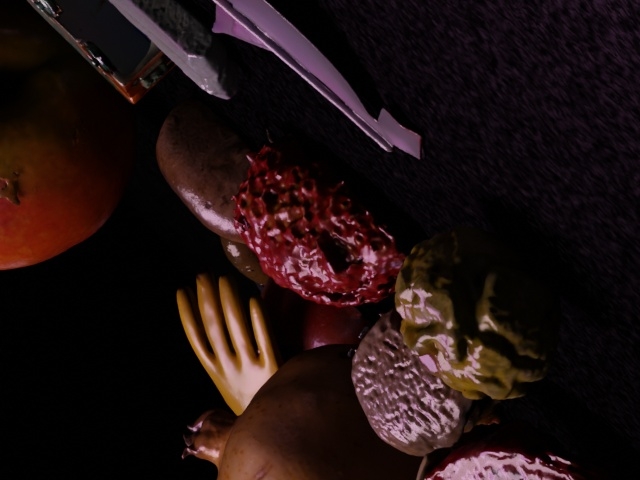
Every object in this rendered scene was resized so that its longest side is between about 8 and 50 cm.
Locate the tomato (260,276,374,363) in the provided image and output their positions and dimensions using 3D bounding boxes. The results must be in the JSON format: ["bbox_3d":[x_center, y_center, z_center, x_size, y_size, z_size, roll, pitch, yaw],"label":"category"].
[{"bbox_3d":[0.002,0.133,2.169,0.225,0.085,0.225,41,162,17],"label":"tomato"}]

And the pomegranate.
[{"bbox_3d":[0.012,0.262,1.952,0.342,0.342,0.342,46,173,8],"label":"pomegranate"}]

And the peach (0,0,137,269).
[{"bbox_3d":[-0.393,-0.121,2.195,0.370,0.370,0.370,46,173,8],"label":"peach"}]

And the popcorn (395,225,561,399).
[{"bbox_3d":[0.099,0.049,1.198,0.106,0.116,0.121,-4,-102,-55],"label":"popcorn"}]

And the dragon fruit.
[{"bbox_3d":[0.204,0.239,1.539,0.317,0.152,0.205,-15,101,40],"label":"dragon fruit"}]

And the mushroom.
[{"bbox_3d":[-0.096,-0.061,1.820,0.210,0.094,0.072,48,177,21],"label":"mushroom"}]

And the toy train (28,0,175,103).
[{"bbox_3d":[-0.216,-0.216,1.743,0.188,0.072,0.099,45,178,13],"label":"toy train"}]

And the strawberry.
[{"bbox_3d":[0.010,0.012,1.550,0.174,0.098,0.228,51,172,-37],"label":"strawberry"}]

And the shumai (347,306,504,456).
[{"bbox_3d":[0.108,0.123,1.617,0.116,0.145,0.145,-8,-140,-45],"label":"shumai"}]

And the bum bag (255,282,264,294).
[{"bbox_3d":[-0.052,0.081,2.512,0.058,0.034,0.124,26,160,45],"label":"bum bag"}]

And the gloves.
[{"bbox_3d":[-0.071,0.158,2.139,0.133,0.116,0.294,-12,112,35],"label":"gloves"}]

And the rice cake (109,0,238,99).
[{"bbox_3d":[-0.153,-0.204,1.549,0.222,0.042,0.080,42,175,27],"label":"rice cake"}]

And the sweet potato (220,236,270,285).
[{"bbox_3d":[-0.100,-0.013,2.217,0.069,0.059,0.249,14,149,38],"label":"sweet potato"}]

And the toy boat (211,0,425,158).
[{"bbox_3d":[-0.067,-0.166,1.198,0.318,0.072,0.219,40,174,22],"label":"toy boat"}]
